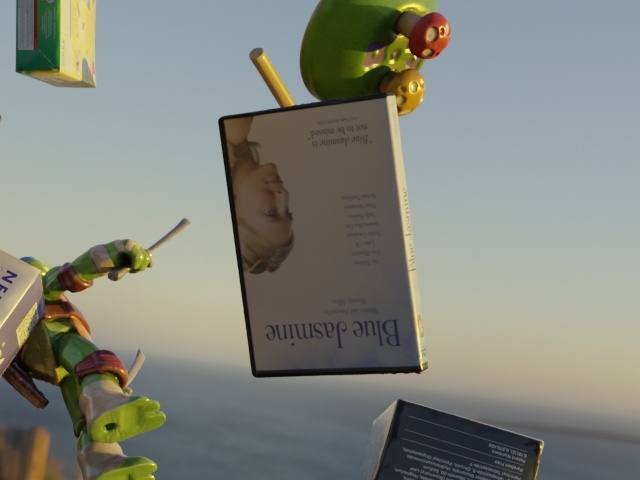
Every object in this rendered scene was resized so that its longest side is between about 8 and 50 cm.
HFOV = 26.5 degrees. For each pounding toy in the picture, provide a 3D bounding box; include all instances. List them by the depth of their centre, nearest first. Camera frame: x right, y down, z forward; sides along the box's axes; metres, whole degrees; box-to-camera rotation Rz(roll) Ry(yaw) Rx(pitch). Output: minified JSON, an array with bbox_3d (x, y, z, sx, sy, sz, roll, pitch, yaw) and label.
[{"bbox_3d":[0.061,-0.186,1.451,0.110,0.237,0.183,40,-18,34],"label":"pounding toy"}]

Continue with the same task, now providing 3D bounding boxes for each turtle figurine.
[{"bbox_3d":[-0.196,0.107,1.352,0.275,0.198,0.266,23,28,-42],"label":"turtle figurine"}]

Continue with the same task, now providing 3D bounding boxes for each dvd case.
[{"bbox_3d":[0.000,0.000,1.251,0.180,0.253,0.022,-5,5,28],"label":"dvd case"}]

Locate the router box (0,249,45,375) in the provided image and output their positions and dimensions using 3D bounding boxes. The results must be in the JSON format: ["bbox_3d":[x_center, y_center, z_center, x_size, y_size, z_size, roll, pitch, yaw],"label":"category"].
[{"bbox_3d":[-0.448,0.103,1.135,0.301,0.335,0.082,27,-30,7],"label":"router box"}]

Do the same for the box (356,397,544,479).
[{"bbox_3d":[0.117,0.376,1.641,0.179,0.312,0.343,16,-13,1],"label":"box"}]

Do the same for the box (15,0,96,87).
[{"bbox_3d":[-0.226,-0.190,1.192,0.043,0.105,0.179,1,1,3],"label":"box"}]
